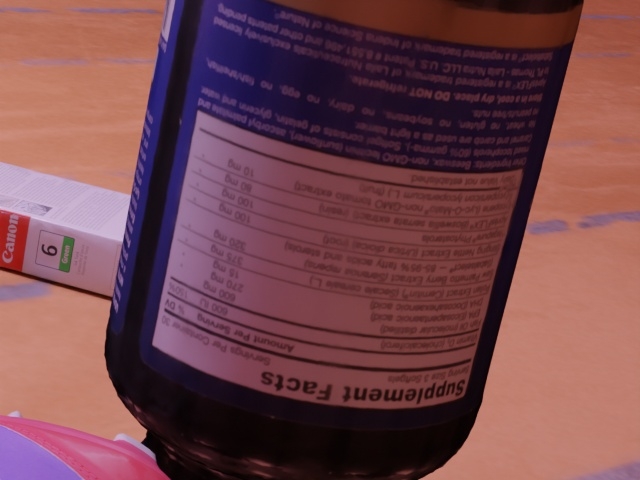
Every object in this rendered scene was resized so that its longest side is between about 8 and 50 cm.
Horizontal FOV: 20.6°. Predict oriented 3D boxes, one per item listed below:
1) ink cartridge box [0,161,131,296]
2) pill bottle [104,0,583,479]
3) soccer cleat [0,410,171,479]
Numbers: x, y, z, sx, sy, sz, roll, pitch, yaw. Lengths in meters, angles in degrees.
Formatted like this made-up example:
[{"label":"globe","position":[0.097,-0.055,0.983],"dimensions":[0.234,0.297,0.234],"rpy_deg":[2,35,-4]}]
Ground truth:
[{"label":"ink cartridge box","position":[-0.117,-0.005,0.792],"dimensions":[0.115,0.029,0.063],"rpy_deg":[14,19,8]},{"label":"pill bottle","position":[0.000,0.000,0.548],"dimensions":[0.123,0.219,0.123],"rpy_deg":[11,19,-4]},{"label":"soccer cleat","position":[-0.152,0.076,0.457],"dimensions":[0.248,0.083,0.095],"rpy_deg":[11,23,-12]}]
